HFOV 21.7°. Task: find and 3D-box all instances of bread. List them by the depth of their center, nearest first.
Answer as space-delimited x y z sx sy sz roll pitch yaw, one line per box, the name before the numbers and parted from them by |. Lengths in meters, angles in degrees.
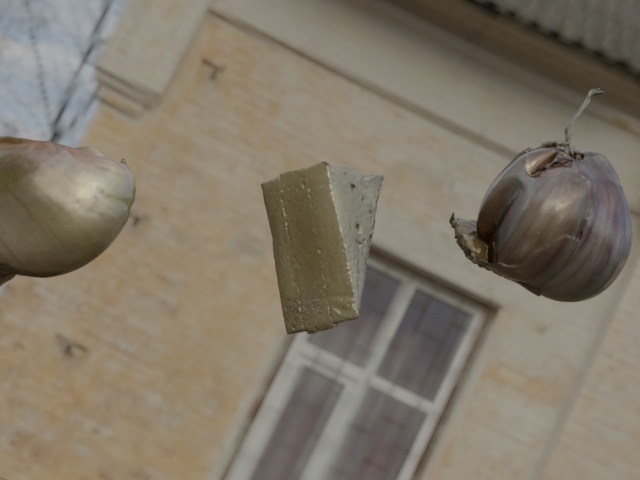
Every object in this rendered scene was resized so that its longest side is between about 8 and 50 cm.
bread | 0.011 0.009 1.476 0.077 0.152 0.105 -15 -13 27

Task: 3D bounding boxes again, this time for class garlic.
garlic | -0.191 -0.023 1.004 0.175 0.124 0.099 -8 -35 31
garlic | 0.241 -0.047 1.840 0.207 0.256 0.207 2 -30 1

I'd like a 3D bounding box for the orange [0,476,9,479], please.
orange | -0.318 0.311 1.352 0.329 0.249 0.329 22 -2 1
